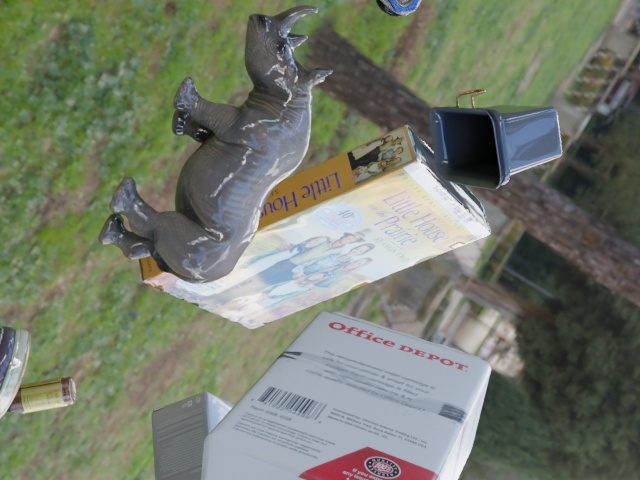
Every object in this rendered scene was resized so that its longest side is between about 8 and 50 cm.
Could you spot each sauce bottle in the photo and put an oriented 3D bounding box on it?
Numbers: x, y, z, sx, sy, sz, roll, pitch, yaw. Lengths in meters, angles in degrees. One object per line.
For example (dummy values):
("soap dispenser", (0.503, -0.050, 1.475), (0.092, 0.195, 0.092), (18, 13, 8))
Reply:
("sauce bottle", (-0.403, 0.216, 1.367), (0.042, 0.128, 0.042), (-9, 90, -89))

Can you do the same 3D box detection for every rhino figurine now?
("rhino figurine", (-0.067, -0.077, 0.768), (0.243, 0.106, 0.073), (-59, -179, -3))

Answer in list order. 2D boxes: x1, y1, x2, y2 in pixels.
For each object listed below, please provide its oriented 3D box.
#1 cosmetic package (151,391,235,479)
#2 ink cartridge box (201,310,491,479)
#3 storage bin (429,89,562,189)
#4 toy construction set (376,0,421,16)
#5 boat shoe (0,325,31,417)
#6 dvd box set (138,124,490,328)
("cosmetic package", (-0.143, 0.334, 1.304), (0.127, 0.107, 0.238), (40, 36, -48))
("ink cartridge box", (0.033, 0.193, 0.954), (0.273, 0.197, 0.114), (-43, 146, -59))
("storage bin", (0.190, -0.116, 1.067), (0.091, 0.098, 0.135), (-16, -166, -21))
("toy construction set", (0.046, -0.438, 1.183), (0.309, 0.237, 0.257), (-77, -174, -49))
("boat shoe", (-0.401, 0.149, 1.056), (0.285, 0.092, 0.103), (-23, -130, 47))
("dvd box set", (0.000, 0.000, 1.413), (0.420, 0.062, 0.307), (-23, 154, 19))
